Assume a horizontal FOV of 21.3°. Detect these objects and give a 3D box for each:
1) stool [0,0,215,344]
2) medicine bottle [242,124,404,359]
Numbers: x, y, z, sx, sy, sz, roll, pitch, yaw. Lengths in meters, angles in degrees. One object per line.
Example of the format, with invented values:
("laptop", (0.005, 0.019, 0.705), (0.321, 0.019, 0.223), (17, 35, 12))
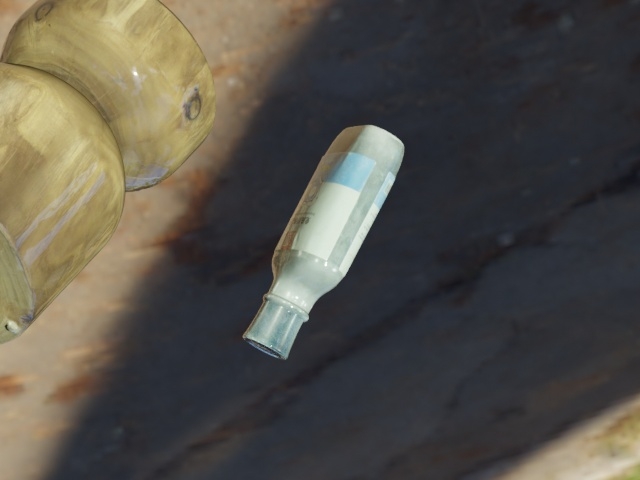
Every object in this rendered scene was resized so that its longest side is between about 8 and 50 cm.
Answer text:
("stool", (-0.223, -0.066, 1.325), (0.179, 0.179, 0.264), (-37, -170, 49))
("medicine bottle", (0.000, 0.000, 1.444), (0.054, 0.208, 0.090), (33, 167, -22))
